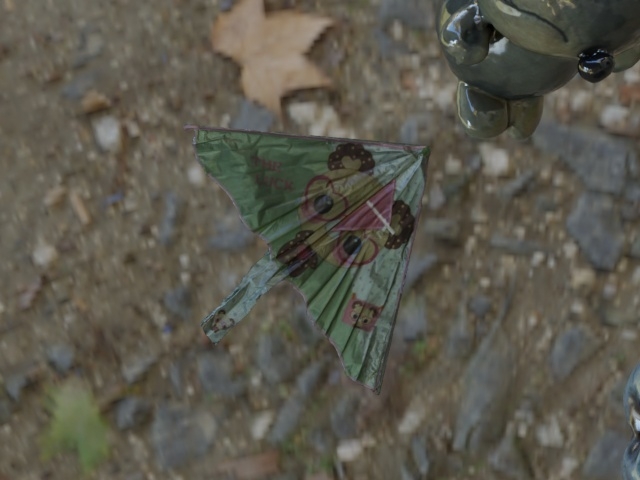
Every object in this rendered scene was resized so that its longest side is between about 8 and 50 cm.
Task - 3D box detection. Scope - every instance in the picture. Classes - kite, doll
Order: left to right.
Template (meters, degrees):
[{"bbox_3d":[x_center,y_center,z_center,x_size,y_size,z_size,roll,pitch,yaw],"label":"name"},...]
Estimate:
[{"bbox_3d":[0.000,0.000,1.707,0.268,0.323,0.013,-38,23,-11],"label":"kite"},{"bbox_3d":[0.207,-0.320,1.933,0.252,0.382,0.378,-21,72,-35],"label":"doll"}]

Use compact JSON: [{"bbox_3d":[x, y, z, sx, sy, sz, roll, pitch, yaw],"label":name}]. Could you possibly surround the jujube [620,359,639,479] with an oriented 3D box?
[{"bbox_3d":[0.439,0.199,1.852,0.308,0.246,0.215,7,64,-25],"label":"jujube"}]
